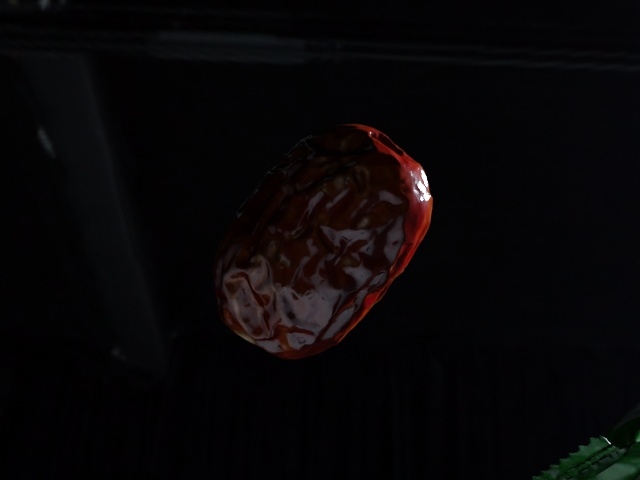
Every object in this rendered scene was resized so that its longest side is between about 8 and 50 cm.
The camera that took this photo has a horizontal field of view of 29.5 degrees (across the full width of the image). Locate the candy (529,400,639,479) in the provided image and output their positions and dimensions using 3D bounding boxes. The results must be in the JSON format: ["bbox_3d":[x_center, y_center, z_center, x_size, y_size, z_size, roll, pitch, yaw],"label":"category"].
[{"bbox_3d":[0.205,0.132,0.716,0.203,0.078,0.141,-2,-44,-23],"label":"candy"}]

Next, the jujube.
[{"bbox_3d":[0.000,0.000,1.237,0.174,0.174,0.250,33,-87,-35],"label":"jujube"}]
